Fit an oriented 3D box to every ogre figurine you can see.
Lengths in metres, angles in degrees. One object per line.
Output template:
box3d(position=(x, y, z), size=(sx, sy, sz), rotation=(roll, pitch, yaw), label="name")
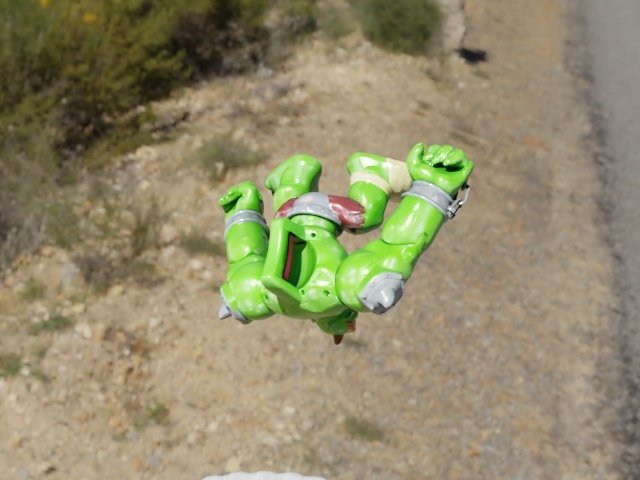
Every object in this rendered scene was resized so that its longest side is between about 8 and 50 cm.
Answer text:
box3d(position=(0.000, 0.000, 0.798), size=(0.197, 0.097, 0.118), rotation=(6, 58, 20), label="ogre figurine")

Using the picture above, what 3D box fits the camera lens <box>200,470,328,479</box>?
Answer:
box3d(position=(-0.030, 0.264, 0.514), size=(0.219, 0.219, 0.274), rotation=(16, 31, -6), label="camera lens")
